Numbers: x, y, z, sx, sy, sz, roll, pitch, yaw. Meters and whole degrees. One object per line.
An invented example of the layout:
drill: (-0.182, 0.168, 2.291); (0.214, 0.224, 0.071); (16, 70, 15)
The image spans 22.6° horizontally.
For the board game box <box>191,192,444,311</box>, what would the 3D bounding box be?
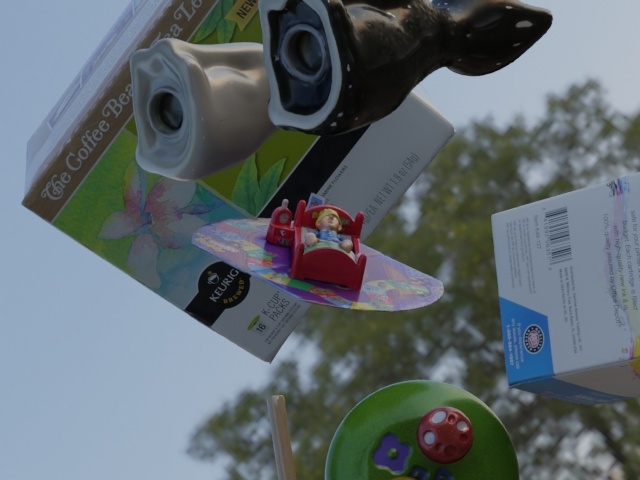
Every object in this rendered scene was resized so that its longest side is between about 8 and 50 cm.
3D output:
board game box: (0.000, 0.000, 1.045); (0.133, 0.168, 0.033); (-6, -66, -47)

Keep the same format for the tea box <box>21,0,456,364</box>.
tea box: (-0.094, -0.110, 1.701); (0.329, 0.323, 0.220); (-52, 18, 11)

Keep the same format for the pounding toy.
pounding toy: (0.066, 0.214, 1.458); (0.236, 0.183, 0.110); (-3, -12, 1)

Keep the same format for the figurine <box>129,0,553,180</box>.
figurine: (0.013, -0.108, 1.030); (0.209, 0.092, 0.215); (-14, -1, -44)

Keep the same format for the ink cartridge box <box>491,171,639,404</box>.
ink cartridge box: (0.304, 0.044, 1.475); (0.232, 0.171, 0.168); (-15, -21, 36)
